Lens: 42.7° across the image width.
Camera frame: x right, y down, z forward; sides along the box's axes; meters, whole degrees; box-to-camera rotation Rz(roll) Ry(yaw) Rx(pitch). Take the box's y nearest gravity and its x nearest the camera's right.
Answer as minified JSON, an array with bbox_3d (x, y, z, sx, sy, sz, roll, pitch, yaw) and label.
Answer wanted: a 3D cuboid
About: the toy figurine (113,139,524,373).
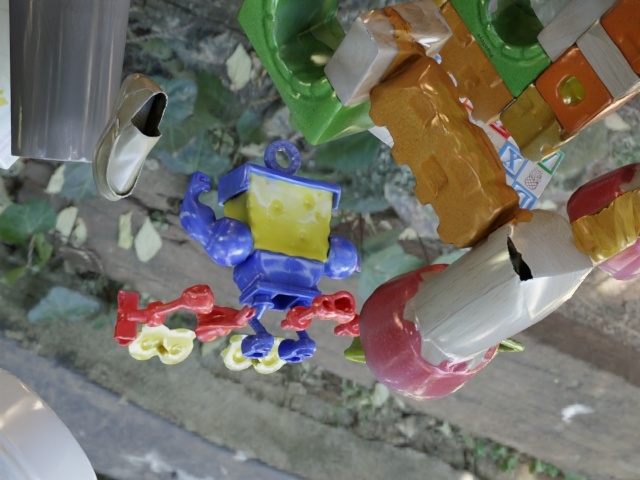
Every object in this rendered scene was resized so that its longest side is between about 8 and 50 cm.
[{"bbox_3d":[0.000,0.000,0.768,0.363,0.217,0.191,10,154,-29],"label":"toy figurine"}]

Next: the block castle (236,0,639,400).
[{"bbox_3d":[0.077,-0.148,0.593,0.303,0.453,0.213,-24,167,-30],"label":"block castle"}]

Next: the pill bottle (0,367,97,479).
[{"bbox_3d":[-0.419,0.308,0.760,0.224,0.392,0.224,27,138,28],"label":"pill bottle"}]

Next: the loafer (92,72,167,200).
[{"bbox_3d":[-0.212,-0.114,0.918,0.050,0.147,0.056,18,-174,36],"label":"loafer"}]

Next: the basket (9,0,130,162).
[{"bbox_3d":[-0.334,-0.218,1.075,0.154,0.226,0.204,3,-174,-24],"label":"basket"}]

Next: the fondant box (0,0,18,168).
[{"bbox_3d":[-0.468,-0.298,1.143,0.096,0.238,0.330,19,149,29],"label":"fondant box"}]

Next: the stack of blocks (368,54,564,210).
[{"bbox_3d":[0.207,-0.176,1.205,0.297,0.171,0.087,38,164,-7],"label":"stack of blocks"}]
